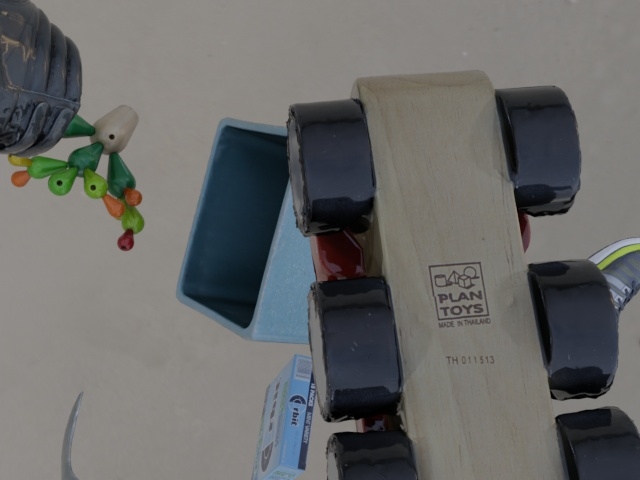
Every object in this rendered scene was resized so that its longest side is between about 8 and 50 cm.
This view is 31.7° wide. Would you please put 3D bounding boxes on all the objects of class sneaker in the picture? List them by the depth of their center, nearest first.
[{"bbox_3d":[-0.257,-0.079,0.825,0.147,0.104,0.296,37,49,-38],"label":"sneaker"},{"bbox_3d":[0.420,0.093,1.688,0.300,0.121,0.111,-22,144,-11],"label":"sneaker"}]

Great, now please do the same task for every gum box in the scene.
[{"bbox_3d":[-0.051,0.261,1.586,0.041,0.184,0.157,13,66,-10],"label":"gum box"}]

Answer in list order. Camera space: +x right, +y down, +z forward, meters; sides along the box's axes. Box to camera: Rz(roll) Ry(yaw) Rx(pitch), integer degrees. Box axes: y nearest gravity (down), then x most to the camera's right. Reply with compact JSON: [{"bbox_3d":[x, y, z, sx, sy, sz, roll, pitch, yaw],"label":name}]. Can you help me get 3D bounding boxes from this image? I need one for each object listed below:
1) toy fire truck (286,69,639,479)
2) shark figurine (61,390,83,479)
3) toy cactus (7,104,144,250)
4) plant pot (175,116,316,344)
[{"bbox_3d":[0.066,0.061,0.547,0.158,0.246,0.217,-5,71,-7],"label":"toy fire truck"},{"bbox_3d":[-0.155,0.260,0.942,0.166,0.116,0.278,-33,119,17],"label":"shark figurine"},{"bbox_3d":[-0.287,-0.102,1.416,0.219,0.112,0.180,41,44,-10],"label":"toy cactus"},{"bbox_3d":[0.000,0.000,1.424,0.252,0.248,0.247,13,93,-30],"label":"plant pot"}]
